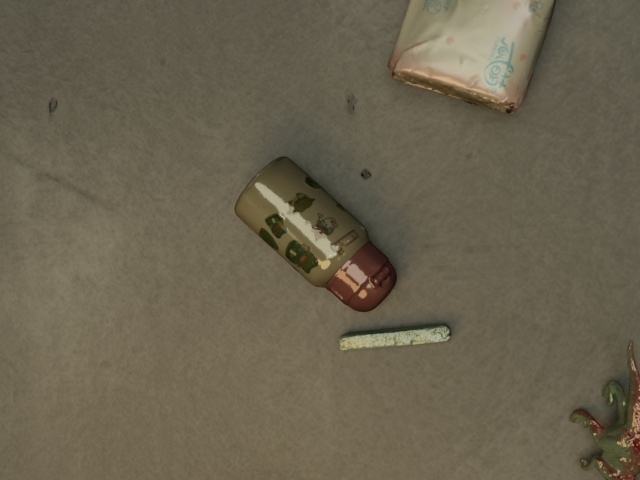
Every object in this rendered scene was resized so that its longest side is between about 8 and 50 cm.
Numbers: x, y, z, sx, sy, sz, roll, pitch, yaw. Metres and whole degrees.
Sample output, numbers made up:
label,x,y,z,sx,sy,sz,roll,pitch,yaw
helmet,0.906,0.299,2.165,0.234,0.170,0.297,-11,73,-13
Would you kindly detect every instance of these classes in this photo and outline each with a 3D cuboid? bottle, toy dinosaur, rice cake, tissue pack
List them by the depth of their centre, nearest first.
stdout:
label,x,y,z,sx,sy,sz,roll,pitch,yaw
toy dinosaur,0.423,0.262,1.138,0.053,0.167,0.242,0,115,-31
tissue pack,0.226,-0.334,1.165,0.201,0.124,0.271,19,95,13
bottle,0.000,0.000,1.216,0.253,0.120,0.120,44,98,6
rice cake,0.109,0.145,1.241,0.170,0.033,0.029,-8,94,10
